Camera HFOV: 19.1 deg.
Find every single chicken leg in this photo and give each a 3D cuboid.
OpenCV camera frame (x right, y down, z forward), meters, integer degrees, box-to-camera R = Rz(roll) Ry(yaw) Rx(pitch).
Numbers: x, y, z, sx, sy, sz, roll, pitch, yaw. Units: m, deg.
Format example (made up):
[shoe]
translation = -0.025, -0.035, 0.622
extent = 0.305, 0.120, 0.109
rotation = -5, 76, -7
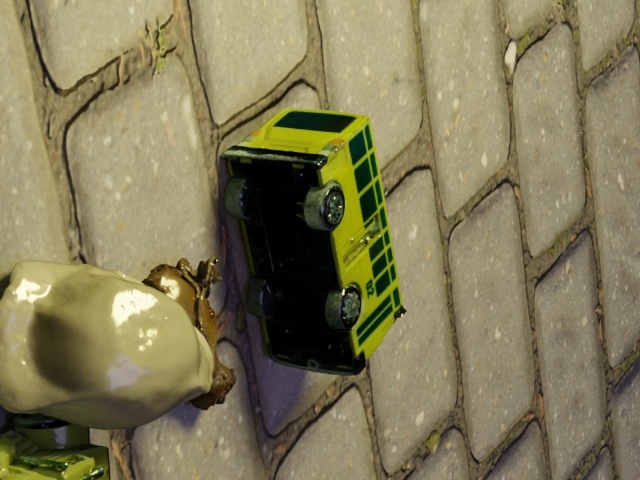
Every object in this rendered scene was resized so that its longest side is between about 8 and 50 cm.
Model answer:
[chicken leg]
translation = -0.127, 0.104, 1.892
extent = 0.125, 0.080, 0.196
rotation = -64, 148, -50

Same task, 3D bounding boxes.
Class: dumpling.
[dumpling]
translation = -0.195, 0.091, 1.716
extent = 0.250, 0.132, 0.162
rotation = 2, 66, -43

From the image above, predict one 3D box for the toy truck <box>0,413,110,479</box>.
[toy truck]
translation = -0.255, 0.238, 1.634
extent = 0.259, 0.135, 0.128
rotation = -30, 121, -66

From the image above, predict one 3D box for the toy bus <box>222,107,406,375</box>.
[toy bus]
translation = 0.000, 0.000, 2.027
extent = 0.150, 0.128, 0.262
rotation = -45, 133, -46
